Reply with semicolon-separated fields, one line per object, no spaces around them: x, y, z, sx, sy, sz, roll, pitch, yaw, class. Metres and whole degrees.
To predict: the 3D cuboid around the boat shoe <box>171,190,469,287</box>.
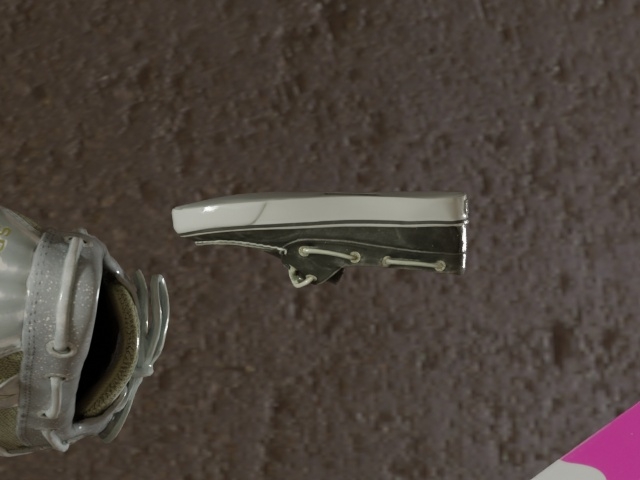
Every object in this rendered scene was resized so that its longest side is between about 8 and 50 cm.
0.000;0.000;1.044;0.219;0.078;0.070;0;96;2;boat shoe

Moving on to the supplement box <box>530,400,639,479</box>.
0.208;0.198;0.801;0.111;0.114;0.220;-36;133;2;supplement box

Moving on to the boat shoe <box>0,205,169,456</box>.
-0.130;0.050;0.717;0.103;0.320;0.118;9;75;6;boat shoe
